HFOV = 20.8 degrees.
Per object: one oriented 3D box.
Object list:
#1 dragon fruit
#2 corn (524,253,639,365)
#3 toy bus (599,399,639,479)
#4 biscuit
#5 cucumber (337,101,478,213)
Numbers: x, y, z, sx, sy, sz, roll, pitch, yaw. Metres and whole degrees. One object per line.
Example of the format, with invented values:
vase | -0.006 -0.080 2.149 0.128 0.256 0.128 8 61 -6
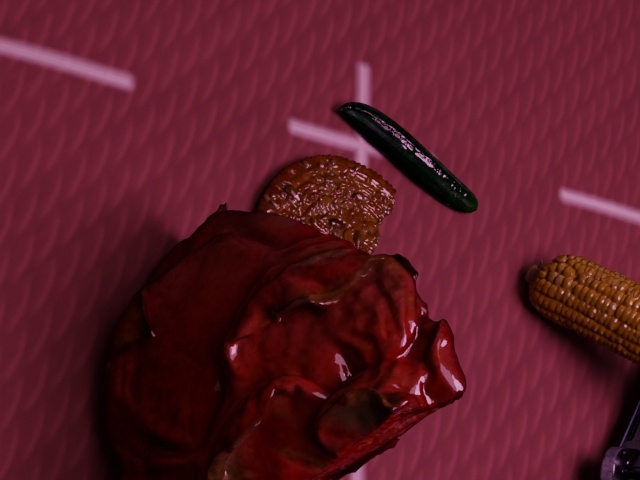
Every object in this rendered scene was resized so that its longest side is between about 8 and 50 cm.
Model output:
dragon fruit | -0.066 0.105 1.424 0.228 0.329 0.286 -21 87 -31
corn | 0.317 0.082 1.786 0.238 0.080 0.080 27 50 21
toy bus | 0.400 0.198 1.821 0.292 0.125 0.133 -59 135 -35
biscuit | -0.005 -0.012 1.689 0.126 0.025 0.206 43 54 -14
cucumber | 0.094 -0.086 1.779 0.184 0.036 0.033 41 63 -17
